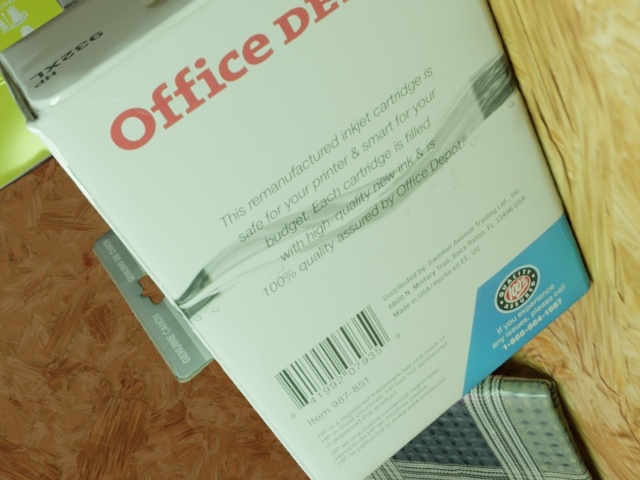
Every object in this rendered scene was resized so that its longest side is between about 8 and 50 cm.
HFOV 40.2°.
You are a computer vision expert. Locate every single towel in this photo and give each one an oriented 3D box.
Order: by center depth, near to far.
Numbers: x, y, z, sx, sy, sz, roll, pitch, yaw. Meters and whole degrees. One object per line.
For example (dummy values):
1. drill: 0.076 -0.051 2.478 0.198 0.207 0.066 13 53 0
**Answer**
1. towel: 0.149 0.242 0.953 0.312 0.056 0.324 -5 132 33

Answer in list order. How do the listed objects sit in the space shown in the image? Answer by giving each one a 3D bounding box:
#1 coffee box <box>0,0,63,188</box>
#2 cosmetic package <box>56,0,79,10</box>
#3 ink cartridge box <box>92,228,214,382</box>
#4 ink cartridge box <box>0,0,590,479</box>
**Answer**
1. coffee box: -0.489 -0.304 1.416 0.338 0.338 0.334 56 -177 -13
2. cosmetic package: -0.334 -0.415 1.053 0.238 0.127 0.107 51 171 -2
3. ink cartridge box: -0.071 0.026 0.962 0.309 0.272 0.130 42 166 51
4. ink cartridge box: 0.001 -0.033 0.515 0.129 0.223 0.307 41 166 54
